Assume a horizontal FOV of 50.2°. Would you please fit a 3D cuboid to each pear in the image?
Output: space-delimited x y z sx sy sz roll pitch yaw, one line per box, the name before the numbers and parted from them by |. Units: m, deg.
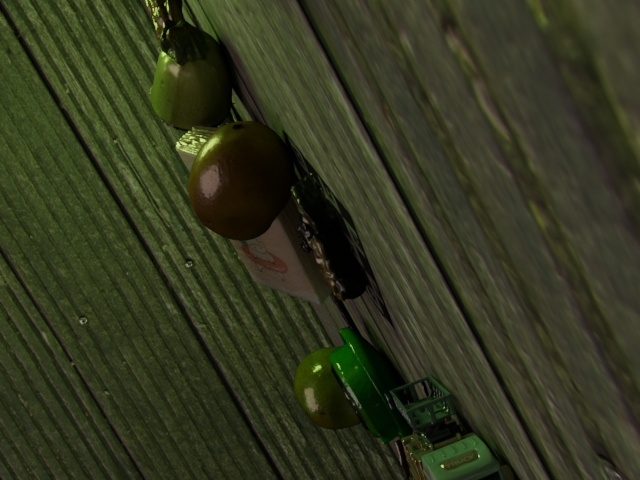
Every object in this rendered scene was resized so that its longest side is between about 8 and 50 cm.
pear | 0.034 0.281 1.380 0.216 0.180 0.166 88 -170 -45

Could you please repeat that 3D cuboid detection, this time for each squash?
squash | -0.179 -0.233 0.987 0.137 0.137 0.287 61 167 -6

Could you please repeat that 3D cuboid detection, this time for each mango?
mango | -0.104 -0.066 0.894 0.227 0.136 0.099 105 157 -61

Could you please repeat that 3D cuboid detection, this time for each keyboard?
keyboard | 0.031 0.118 1.369 0.204 0.013 0.061 61 174 2

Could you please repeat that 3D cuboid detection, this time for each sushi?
sushi | 0.000 0.000 0.822 0.192 0.051 0.215 55 172 45

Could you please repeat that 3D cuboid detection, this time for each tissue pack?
tissue pack | -0.094 -0.034 1.094 0.170 0.071 0.325 18 149 35

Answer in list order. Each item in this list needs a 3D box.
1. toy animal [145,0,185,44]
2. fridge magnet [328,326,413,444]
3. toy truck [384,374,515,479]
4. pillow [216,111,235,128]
toy animal | -0.248 -0.336 1.148 0.149 0.054 0.275 25 137 64
fridge magnet | 0.081 0.237 1.113 0.208 0.088 0.208 60 175 9
toy truck | 0.124 0.212 0.664 0.178 0.080 0.115 -153 43 -83
pillow | -0.157 -0.147 1.291 0.326 0.101 0.228 58 178 39
